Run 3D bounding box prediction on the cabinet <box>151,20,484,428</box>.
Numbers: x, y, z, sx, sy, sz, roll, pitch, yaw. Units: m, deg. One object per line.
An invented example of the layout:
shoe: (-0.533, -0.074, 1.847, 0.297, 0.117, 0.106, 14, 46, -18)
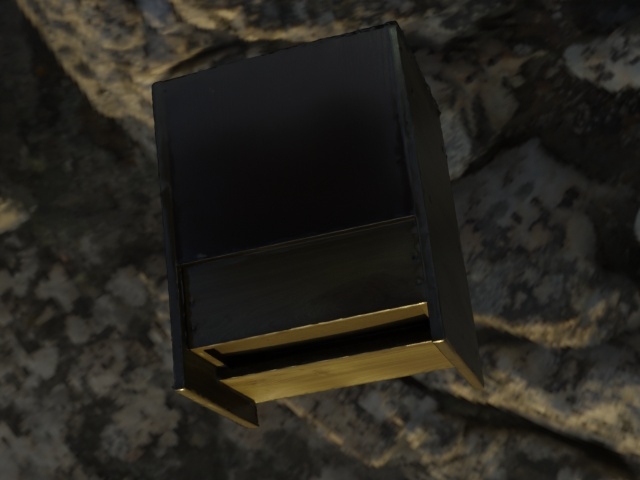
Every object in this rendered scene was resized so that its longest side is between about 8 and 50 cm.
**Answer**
cabinet: (0.000, 0.000, 0.852, 0.174, 0.148, 0.215, -13, 67, 13)
